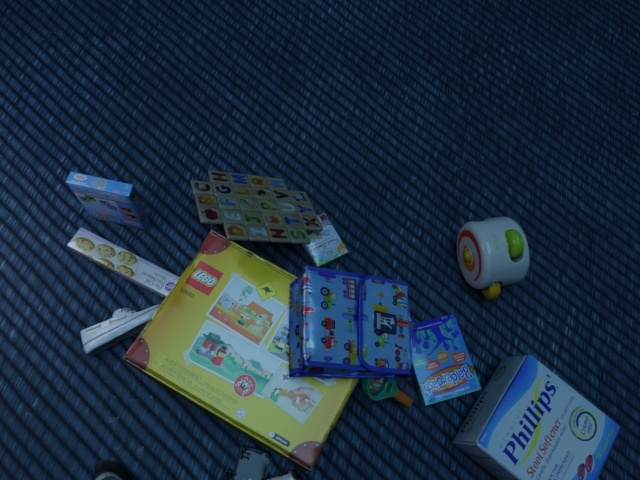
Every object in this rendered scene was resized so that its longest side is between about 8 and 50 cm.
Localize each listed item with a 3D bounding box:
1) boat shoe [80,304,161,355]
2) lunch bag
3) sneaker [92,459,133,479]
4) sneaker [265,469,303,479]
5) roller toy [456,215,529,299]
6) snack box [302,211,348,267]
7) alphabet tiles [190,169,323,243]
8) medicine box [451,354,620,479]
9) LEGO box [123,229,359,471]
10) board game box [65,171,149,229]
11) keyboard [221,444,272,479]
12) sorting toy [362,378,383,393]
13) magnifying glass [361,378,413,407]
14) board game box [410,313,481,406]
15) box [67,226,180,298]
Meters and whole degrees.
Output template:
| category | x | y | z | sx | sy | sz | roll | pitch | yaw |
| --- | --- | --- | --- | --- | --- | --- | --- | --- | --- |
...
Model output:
| category | x | y | z | sx | sy | sz | roll | pitch | yaw |
| --- | --- | --- | --- | --- | --- | --- | --- | --- | --- |
| boat shoe | -0.503 | 0.208 | 1.397 | 0.226 | 0.083 | 0.075 | -26 | 74 | -14 |
| lunch bag | 0.084 | 0.195 | 1.246 | 0.293 | 0.138 | 0.220 | 7 | 65 | -17 |
| sneaker | -0.431 | 0.592 | 1.258 | 0.083 | 0.118 | 0.222 | -39 | 106 | -16 |
| sneaker | -0.082 | 0.688 | 1.246 | 0.129 | 0.111 | 0.297 | -13 | 66 | 4 |
| roller toy | 0.463 | 0.037 | 1.506 | 0.146 | 0.209 | 0.191 | -8 | 34 | -9 |
| snack box | 0.000 | 0.000 | 1.555 | 0.100 | 0.037 | 0.141 | -26 | 73 | -14 |
| alphabet tiles | -0.171 | -0.094 | 1.490 | 0.343 | 0.011 | 0.285 | 3 | 41 | -27 |
| medicine box | 0.523 | 0.474 | 1.339 | 0.289 | 0.149 | 0.263 | 39 | 69 | 1 |
| LEGO box | -0.152 | 0.267 | 1.347 | 0.500 | 0.193 | 0.372 | 29 | 68 | 6 |
| board game box | -0.554 | -0.100 | 1.447 | 0.160 | 0.211 | 0.039 | 12 | 66 | -1 |
| keyboard | -0.191 | 0.586 | 1.309 | 0.108 | 0.023 | 0.180 | 17 | 66 | -5 |
| sorting toy | 0.151 | 0.369 | 1.434 | 0.083 | 0.012 | 0.062 | -1 | 68 | -6 |
| magnifying glass | 0.169 | 0.363 | 1.341 | 0.026 | 0.231 | 0.092 | 13 | 69 | 40 |
| board game box | 0.312 | 0.315 | 1.453 | 0.160 | 0.047 | 0.210 | -13 | 71 | -11 |
| box | -0.514 | 0.068 | 1.463 | 0.324 | 0.063 | 0.067 | 27 | 69 | 5 |
